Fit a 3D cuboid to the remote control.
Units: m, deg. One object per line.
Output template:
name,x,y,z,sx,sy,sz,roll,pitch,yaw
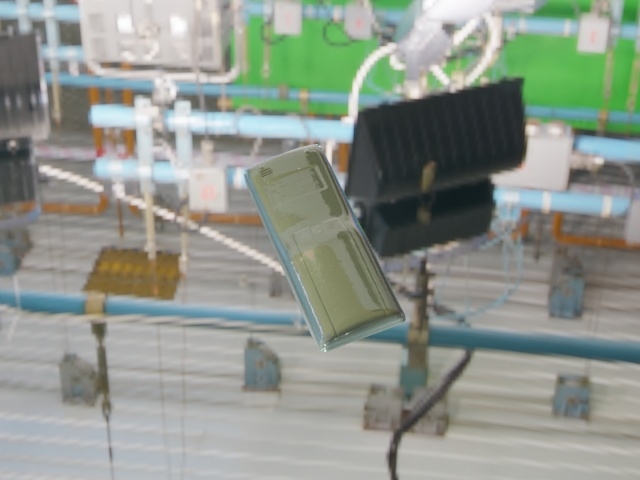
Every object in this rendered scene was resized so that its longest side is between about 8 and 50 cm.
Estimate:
remote control,0.000,0.000,0.842,0.061,0.029,0.162,-20,-125,-9
